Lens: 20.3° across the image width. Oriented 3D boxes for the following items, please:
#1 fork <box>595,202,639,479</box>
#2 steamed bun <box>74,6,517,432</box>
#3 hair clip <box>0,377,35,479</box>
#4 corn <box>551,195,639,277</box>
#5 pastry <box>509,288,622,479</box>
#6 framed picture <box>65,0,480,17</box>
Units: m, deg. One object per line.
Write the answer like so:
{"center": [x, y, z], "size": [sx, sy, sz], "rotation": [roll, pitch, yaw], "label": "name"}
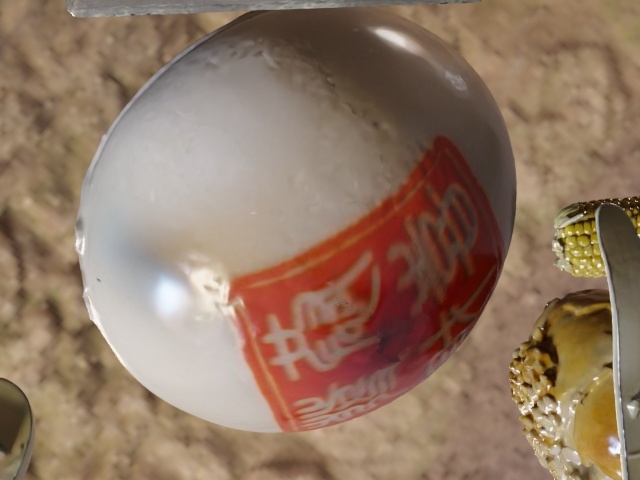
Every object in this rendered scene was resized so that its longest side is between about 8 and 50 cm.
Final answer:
{"center": [0.133, 0.093, 0.782], "size": [0.034, 0.219, 0.028], "rotation": [-8, 4, -16], "label": "fork"}
{"center": [0.000, 0.000, 1.431], "size": [0.374, 0.374, 0.241], "rotation": [-49, 46, 6], "label": "steamed bun"}
{"center": [-0.270, 0.180, 1.189], "size": [0.218, 0.159, 0.071], "rotation": [-43, -19, -27], "label": "hair clip"}
{"center": [0.393, -0.011, 2.034], "size": [0.260, 0.091, 0.091], "rotation": [-6, 5, 5], "label": "corn"}
{"center": [0.291, 0.180, 1.560], "size": [0.311, 0.255, 0.162], "rotation": [22, 58, 42], "label": "pastry"}
{"center": [-0.030, -0.173, 0.820], "size": [0.015, 0.203, 0.150], "rotation": [128, 133, -59], "label": "framed picture"}
